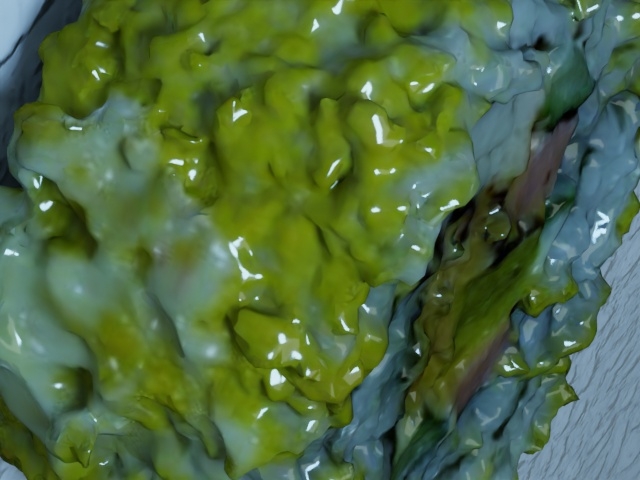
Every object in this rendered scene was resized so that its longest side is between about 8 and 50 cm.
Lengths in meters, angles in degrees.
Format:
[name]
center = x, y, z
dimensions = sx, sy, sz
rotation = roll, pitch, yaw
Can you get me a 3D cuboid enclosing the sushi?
[sushi]
center = 0.000, 0.000, 0.997
dimensions = 0.351, 0.240, 0.397
rotation = -30, 143, -47
